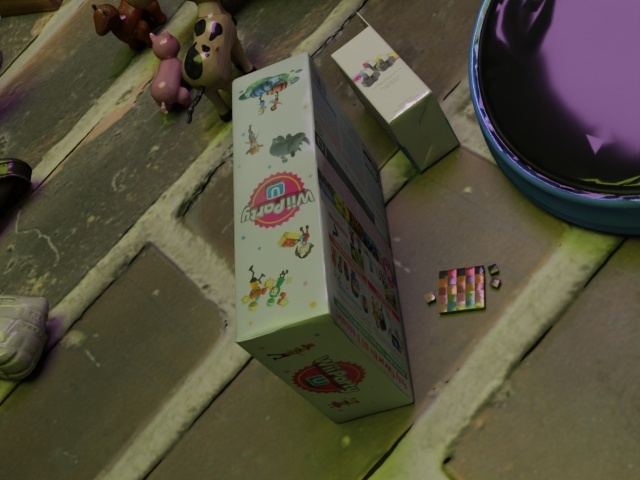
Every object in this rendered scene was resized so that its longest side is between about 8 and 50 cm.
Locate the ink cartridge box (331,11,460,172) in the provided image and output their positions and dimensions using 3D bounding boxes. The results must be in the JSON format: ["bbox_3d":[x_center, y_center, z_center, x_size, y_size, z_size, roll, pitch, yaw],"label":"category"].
[{"bbox_3d":[0.079,-0.176,1.067,0.061,0.104,0.181,-36,51,4],"label":"ink cartridge box"}]

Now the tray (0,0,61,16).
[{"bbox_3d":[-0.613,-0.504,1.659,0.410,0.076,0.203,2,63,30],"label":"tray"}]

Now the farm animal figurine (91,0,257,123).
[{"bbox_3d":[-0.178,-0.354,1.268,0.330,0.172,0.327,34,81,38],"label":"farm animal figurine"}]

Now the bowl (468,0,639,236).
[{"bbox_3d":[0.329,-0.200,0.907,0.391,0.077,0.391,-11,69,30],"label":"bowl"}]

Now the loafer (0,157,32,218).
[{"bbox_3d":[-0.498,-0.030,1.317,0.220,0.080,0.078,-40,61,8],"label":"loafer"}]

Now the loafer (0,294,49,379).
[{"bbox_3d":[-0.495,0.110,1.209,0.319,0.112,0.111,5,59,22],"label":"loafer"}]

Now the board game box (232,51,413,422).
[{"bbox_3d":[0.000,0.000,0.928,0.097,0.224,0.303,-18,54,17],"label":"board game box"}]

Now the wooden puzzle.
[{"bbox_3d":[0.149,0.052,0.955,0.083,0.006,0.049,-9,58,24],"label":"wooden puzzle"}]
